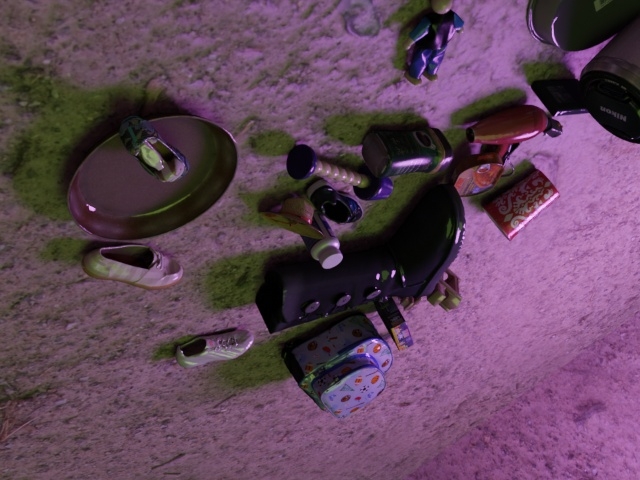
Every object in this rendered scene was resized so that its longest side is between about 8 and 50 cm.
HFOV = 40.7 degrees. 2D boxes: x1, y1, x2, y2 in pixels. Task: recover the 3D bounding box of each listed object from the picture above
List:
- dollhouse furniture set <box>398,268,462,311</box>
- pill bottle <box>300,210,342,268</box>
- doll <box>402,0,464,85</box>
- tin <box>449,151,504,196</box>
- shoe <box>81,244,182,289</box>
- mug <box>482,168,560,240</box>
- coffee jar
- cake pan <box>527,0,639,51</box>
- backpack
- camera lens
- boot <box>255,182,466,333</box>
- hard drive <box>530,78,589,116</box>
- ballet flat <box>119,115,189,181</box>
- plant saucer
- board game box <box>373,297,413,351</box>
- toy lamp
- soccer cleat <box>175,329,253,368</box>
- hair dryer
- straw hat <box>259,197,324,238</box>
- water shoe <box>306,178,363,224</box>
[{"bbox_3d":[0.290,0.170,2.283,0.101,0.182,0.161,41,114,-12],"label":"dollhouse furniture set"},{"bbox_3d":[0.000,0.000,1.863,0.067,0.120,0.067,-21,148,-14],"label":"pill bottle"},{"bbox_3d":[0.202,-0.367,1.569,0.129,0.046,0.189,-17,148,-23],"label":"doll"},{"bbox_3d":[0.356,-0.150,1.978,0.106,0.040,0.190,-11,162,-7],"label":"tin"},{"bbox_3d":[-0.353,0.048,1.676,0.219,0.076,0.058,8,138,-44],"label":"shoe"},{"bbox_3d":[0.507,-0.101,2.195,0.169,0.150,0.113,-39,112,8],"label":"mug"},{"bbox_3d":[0.182,-0.182,1.775,0.184,0.096,0.079,-7,145,-33],"label":"coffee jar"},{"bbox_3d":[0.542,-0.484,1.680,0.293,0.054,0.293,-21,148,-14],"label":"cake pan"},{"bbox_3d":[0.065,0.336,2.349,0.263,0.213,0.276,-39,147,-5],"label":"backpack"},{"bbox_3d":[0.694,-0.353,1.789,0.274,0.219,0.219,-45,151,-11],"label":"camera lens"},{"bbox_3d":[0.089,0.044,2.009,0.445,0.146,0.367,-8,138,-21],"label":"boot"},{"bbox_3d":[0.536,-0.314,1.884,0.135,0.094,0.022,-10,146,-31],"label":"hard drive"},{"bbox_3d":[-0.265,-0.130,1.406,0.070,0.070,0.188,-34,150,7],"label":"ballet flat"},{"bbox_3d":[-0.295,-0.116,1.512,0.310,0.050,0.310,-21,148,-14],"label":"plant saucer"},{"bbox_3d":[0.189,0.202,2.304,0.048,0.141,0.170,-29,150,-2],"label":"board game box"},{"bbox_3d":[0.050,-0.131,1.755,0.274,0.080,0.080,9,132,-49],"label":"toy lamp"},{"bbox_3d":[-0.253,0.256,2.083,0.196,0.068,0.076,-17,144,-16],"label":"soccer cleat"},{"bbox_3d":[0.422,-0.214,1.949,0.223,0.080,0.293,-43,147,22],"label":"hair dryer"},{"bbox_3d":[-0.049,-0.058,1.785,0.144,0.144,0.061,37,69,-57],"label":"straw hat"},{"bbox_3d":[0.038,-0.061,1.845,0.073,0.080,0.203,-39,148,16],"label":"water shoe"}]
